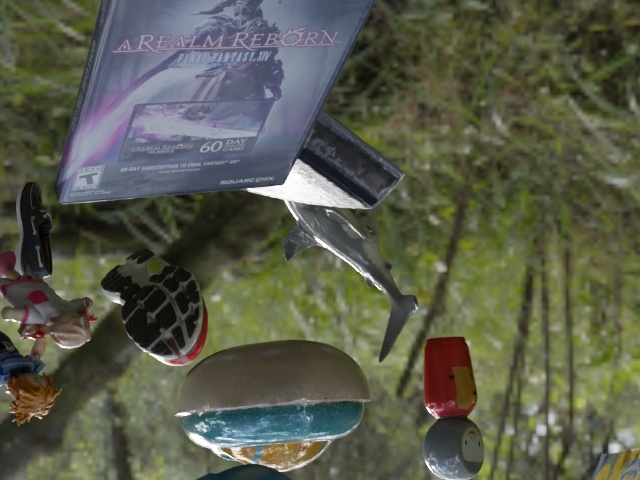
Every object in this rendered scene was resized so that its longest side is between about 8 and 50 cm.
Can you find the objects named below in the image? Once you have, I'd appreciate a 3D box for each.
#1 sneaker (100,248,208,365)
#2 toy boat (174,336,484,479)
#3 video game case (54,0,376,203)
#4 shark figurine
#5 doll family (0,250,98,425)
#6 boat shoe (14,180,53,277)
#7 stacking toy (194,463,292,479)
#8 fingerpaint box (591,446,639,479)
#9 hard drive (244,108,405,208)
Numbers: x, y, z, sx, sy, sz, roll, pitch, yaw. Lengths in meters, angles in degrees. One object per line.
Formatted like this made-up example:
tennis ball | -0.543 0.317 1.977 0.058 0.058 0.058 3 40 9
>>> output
sneaker | -0.186 0.094 1.609 0.107 0.118 0.279 -41 -153 -4
toy boat | 0.015 0.178 1.289 0.318 0.148 0.267 -1 170 -14
video game case | -0.079 -0.119 0.940 0.196 0.026 0.274 -6 151 -25
shark figurine | 0.015 0.014 1.635 0.116 0.278 0.166 -37 -170 11
doll family | -0.317 0.098 1.140 0.163 0.118 0.263 36 -161 27
boat shoe | -0.321 -0.012 1.438 0.038 0.125 0.046 -10 150 12
stacking toy | -0.069 0.250 0.665 0.175 0.166 0.302 -42 171 -29
fingerpaint box | 0.316 0.402 1.256 0.163 0.371 0.445 23 170 8
hard drive | -0.065 -0.090 1.200 0.255 0.054 0.172 12 167 39
